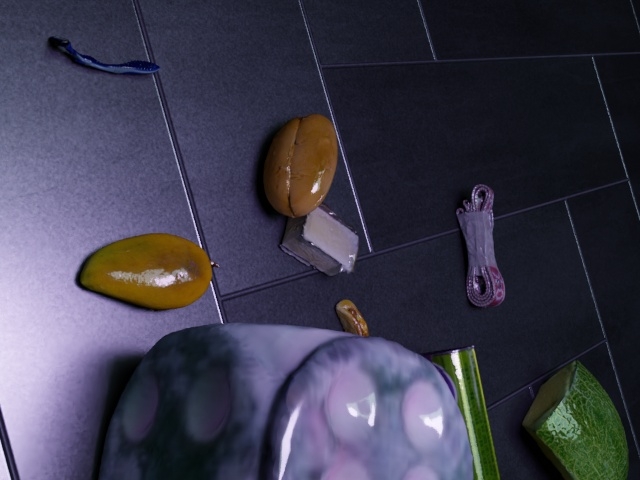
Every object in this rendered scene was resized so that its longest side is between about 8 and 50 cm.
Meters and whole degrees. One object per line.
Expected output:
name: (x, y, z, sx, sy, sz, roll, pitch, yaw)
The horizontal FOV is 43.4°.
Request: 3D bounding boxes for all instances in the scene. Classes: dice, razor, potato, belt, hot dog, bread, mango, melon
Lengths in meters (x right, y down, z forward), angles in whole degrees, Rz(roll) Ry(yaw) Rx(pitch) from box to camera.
dice: (-0.039, 0.285, 0.933, 0.330, 0.348, 0.328, 19, 68, -37)
razor: (-0.285, -0.241, 1.078, 0.155, 0.044, 0.028, 7, 103, -44)
potato: (0.002, 0.001, 1.248, 0.122, 0.061, 0.086, 36, 56, -32)
belt: (0.303, 0.012, 1.519, 0.053, 0.071, 0.232, 9, 75, -48)
hot dog: (0.056, 0.136, 1.276, 0.030, 0.034, 0.090, -25, 96, -43)
bread: (-0.031, -0.122, 1.216, 0.077, 0.114, 0.189, 41, 48, -45)
mango: (-0.216, 0.039, 1.039, 0.187, 0.066, 0.101, 4, 75, -33)
melon: (0.523, 0.415, 1.565, 0.196, 0.124, 0.323, -44, 106, -33)

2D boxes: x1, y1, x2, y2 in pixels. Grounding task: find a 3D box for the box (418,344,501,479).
box: (0.221, 0.350, 1.299, 0.097, 0.134, 0.345, -3, 79, -45)
